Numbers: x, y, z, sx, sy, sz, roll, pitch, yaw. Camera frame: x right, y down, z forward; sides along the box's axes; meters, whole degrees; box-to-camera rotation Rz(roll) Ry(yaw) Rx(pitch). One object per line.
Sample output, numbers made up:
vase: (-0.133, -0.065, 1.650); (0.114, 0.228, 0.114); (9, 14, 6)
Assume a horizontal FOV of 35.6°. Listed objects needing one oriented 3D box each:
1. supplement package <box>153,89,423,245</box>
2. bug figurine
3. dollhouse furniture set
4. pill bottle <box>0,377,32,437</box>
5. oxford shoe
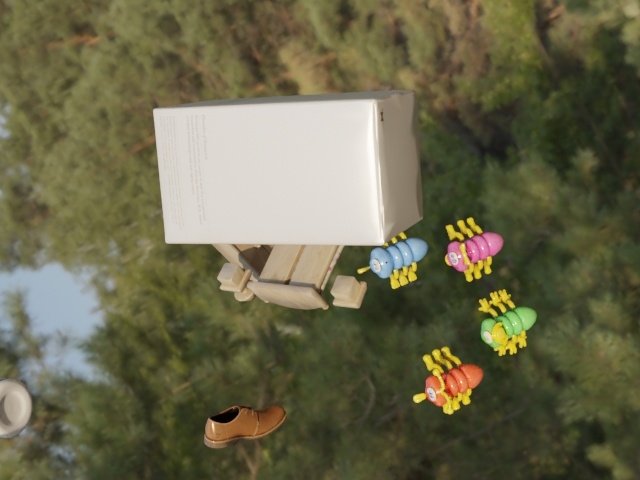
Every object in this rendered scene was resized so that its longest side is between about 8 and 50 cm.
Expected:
supplement package: (-0.036, -0.093, 1.262); (0.177, 0.293, 0.175); (-27, -64, -66)
bug figurine: (0.184, 0.089, 1.373); (0.279, 0.216, 0.072); (66, 161, -3)
dollhouse furniture set: (0.000, 0.000, 1.767); (0.355, 0.303, 0.174); (6, 150, 37)
pill bottle: (-0.607, 0.292, 1.760); (0.103, 0.184, 0.103); (8, -99, -58)
oxford shoe: (-0.163, 0.403, 2.254); (0.076, 0.212, 0.076); (26, 120, 46)
